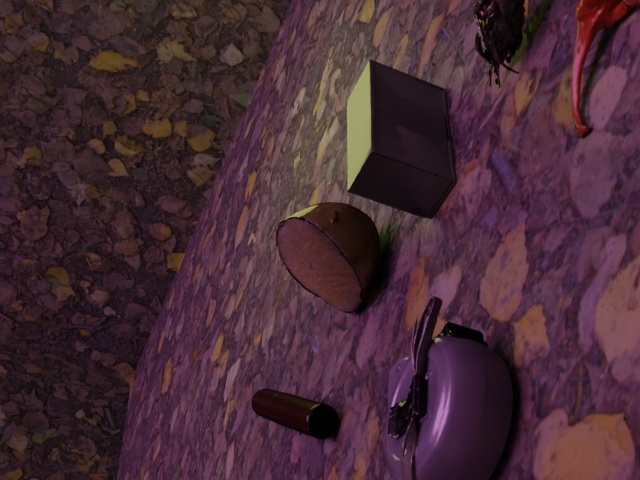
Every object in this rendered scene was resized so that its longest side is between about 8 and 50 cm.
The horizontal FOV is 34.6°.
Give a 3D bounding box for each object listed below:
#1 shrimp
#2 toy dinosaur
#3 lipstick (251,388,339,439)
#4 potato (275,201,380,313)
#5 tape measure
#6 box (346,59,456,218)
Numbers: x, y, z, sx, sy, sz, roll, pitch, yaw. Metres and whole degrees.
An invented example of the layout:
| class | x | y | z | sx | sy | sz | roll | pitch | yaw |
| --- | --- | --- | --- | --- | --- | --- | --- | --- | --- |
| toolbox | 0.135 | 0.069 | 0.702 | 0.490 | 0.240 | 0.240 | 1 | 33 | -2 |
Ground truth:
| class | x | y | z | sx | sy | sz | roll | pitch | yaw |
| --- | --- | --- | --- | --- | --- | --- | --- | --- | --- |
| shrimp | 0.229 | -0.280 | 1.308 | 0.073 | 0.075 | 0.190 | -106 | 16 | -55 |
| toy dinosaur | 0.303 | -0.251 | 1.097 | 0.101 | 0.055 | 0.279 | 131 | 153 | -76 |
| lipstick | -0.048 | 0.283 | 1.701 | 0.357 | 0.057 | 0.057 | 169 | 118 | -72 |
| potato | 0.029 | 0.008 | 1.619 | 0.117 | 0.182 | 0.202 | -43 | -7 | -24 |
| tape measure | 0.127 | 0.183 | 1.108 | 0.196 | 0.105 | 0.178 | -85 | 20 | -44 |
| box | 0.113 | -0.147 | 1.490 | 0.225 | 0.130 | 0.086 | -89 | 23 | -48 |
